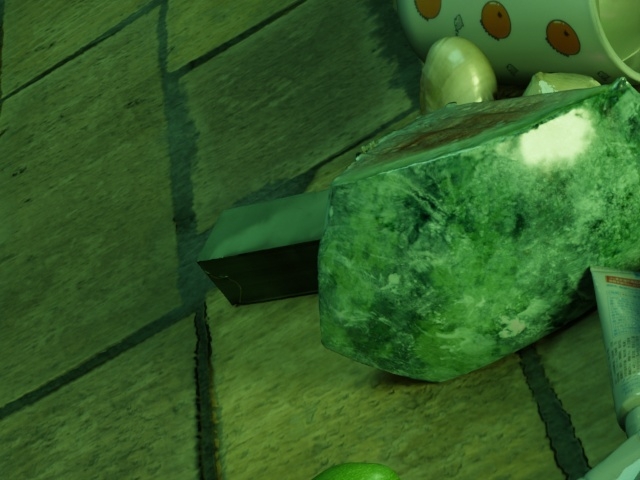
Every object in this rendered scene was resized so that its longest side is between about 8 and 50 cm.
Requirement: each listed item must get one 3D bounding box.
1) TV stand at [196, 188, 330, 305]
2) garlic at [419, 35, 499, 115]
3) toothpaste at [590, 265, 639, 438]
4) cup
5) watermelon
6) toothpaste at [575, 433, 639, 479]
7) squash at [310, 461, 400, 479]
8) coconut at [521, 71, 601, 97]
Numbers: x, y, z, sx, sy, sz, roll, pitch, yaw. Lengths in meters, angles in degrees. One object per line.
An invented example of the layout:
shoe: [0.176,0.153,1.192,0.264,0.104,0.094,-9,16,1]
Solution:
TV stand: [0.000,0.000,1.834,0.269,0.083,0.088,-10,42,37]
garlic: [0.153,-0.131,1.799,0.099,0.174,0.124,-24,9,-30]
toothpaste: [0.278,0.098,1.436,0.089,0.057,0.234,8,40,0]
cup: [0.242,-0.270,1.835,0.317,0.212,0.212,3,48,50]
watermelon: [0.153,-0.034,1.624,0.387,0.228,0.258,-26,22,7]
toothpaste: [0.130,0.298,1.306,0.371,0.080,0.125,-42,31,1]
squash: [-0.045,0.333,1.400,0.107,0.107,0.395,-2,45,44]
coconut: [0.247,-0.119,1.699,0.110,0.124,0.110,-24,27,13]
